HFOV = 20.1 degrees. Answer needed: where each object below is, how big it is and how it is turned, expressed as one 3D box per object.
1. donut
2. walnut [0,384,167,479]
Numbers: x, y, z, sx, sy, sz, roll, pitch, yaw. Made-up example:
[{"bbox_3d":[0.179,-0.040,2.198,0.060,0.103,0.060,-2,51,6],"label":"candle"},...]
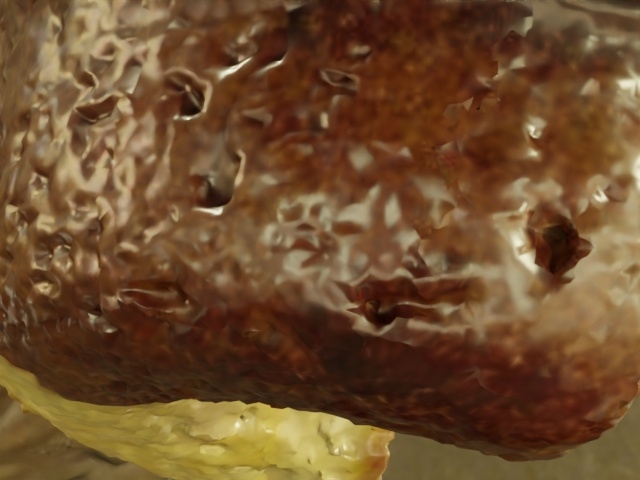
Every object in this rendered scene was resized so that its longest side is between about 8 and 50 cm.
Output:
[{"bbox_3d":[-0.013,0.005,0.399,0.141,0.085,0.217,14,-18,-10],"label":"donut"},{"bbox_3d":[-0.102,0.020,0.619,0.178,0.230,0.178,27,47,-34],"label":"walnut"}]
